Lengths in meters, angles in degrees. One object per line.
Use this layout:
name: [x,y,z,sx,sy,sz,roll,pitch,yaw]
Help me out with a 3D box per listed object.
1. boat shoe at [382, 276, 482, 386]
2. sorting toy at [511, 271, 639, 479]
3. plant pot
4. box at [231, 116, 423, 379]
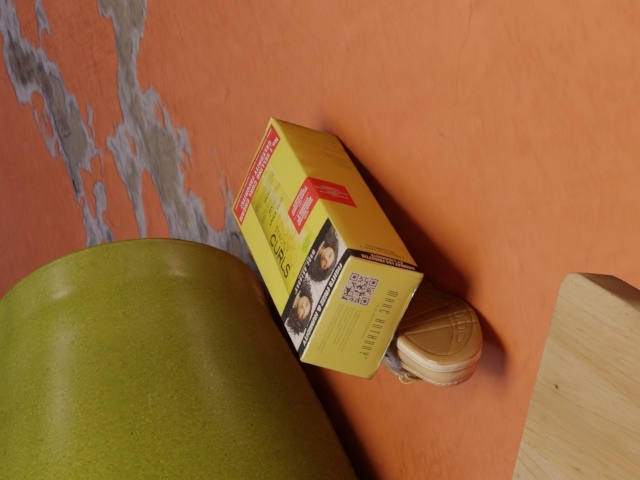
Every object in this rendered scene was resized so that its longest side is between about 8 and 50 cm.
boat shoe: [0.067,0.067,1.348,0.170,0.063,0.059,-131,31,-65]
sorting toy: [0.179,0.175,0.830,0.257,0.089,0.255,37,120,56]
plant pot: [-0.128,0.202,1.566,0.366,0.366,0.353,108,154,-51]
box: [0.000,0.000,1.374,0.087,0.058,0.232,-65,23,20]
